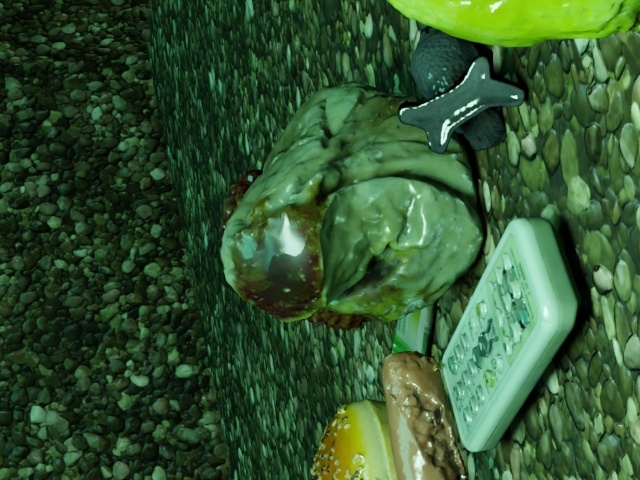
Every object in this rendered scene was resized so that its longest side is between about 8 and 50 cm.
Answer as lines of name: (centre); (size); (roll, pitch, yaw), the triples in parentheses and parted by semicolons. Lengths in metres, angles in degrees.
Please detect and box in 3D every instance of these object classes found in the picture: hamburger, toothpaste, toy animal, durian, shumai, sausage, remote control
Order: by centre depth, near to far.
durian: (0.139, -0.286, 1.258); (0.204, 0.340, 0.255); (70, -155, -47)
remote control: (0.199, 0.106, 1.551); (0.335, 0.066, 0.128); (106, 156, -58)
toy animal: (0.160, -0.173, 1.610); (0.117, 0.121, 0.210); (43, -158, -20)
sausage: (0.130, 0.280, 1.661); (0.079, 0.087, 0.326); (-22, 72, 32)
shumai: (-0.005, -0.041, 1.690); (0.309, 0.263, 0.304); (-33, 76, 35)
toothpaste: (0.124, 0.111, 1.916); (0.078, 0.047, 0.248); (-120, 30, -50)
hamburger: (0.078, 0.354, 1.933); (0.300, 0.176, 0.300); (175, 90, -78)

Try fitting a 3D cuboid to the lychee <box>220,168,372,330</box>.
lychee: (0.000, 0.000, 1.999); (0.271, 0.271, 0.271); (174, 90, -76)
